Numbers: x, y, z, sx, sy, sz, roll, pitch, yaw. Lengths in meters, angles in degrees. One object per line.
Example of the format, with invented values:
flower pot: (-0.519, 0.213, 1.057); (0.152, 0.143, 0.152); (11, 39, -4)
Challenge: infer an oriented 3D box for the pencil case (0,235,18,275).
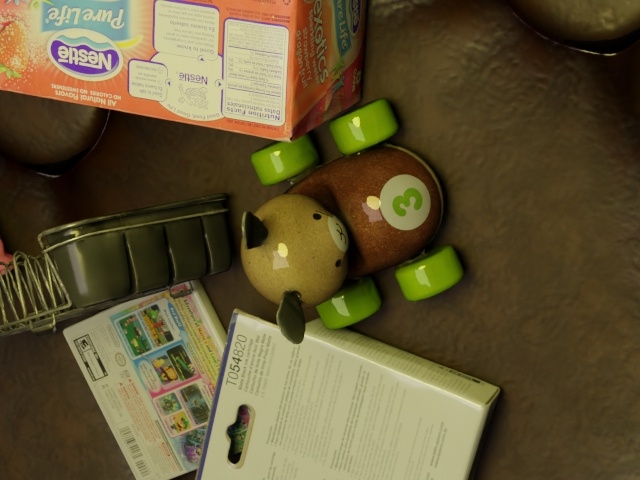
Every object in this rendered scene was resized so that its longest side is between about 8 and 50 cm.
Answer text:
pencil case: (-0.343, -0.044, 1.685); (0.095, 0.098, 0.209); (-31, 92, -15)

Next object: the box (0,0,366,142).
box: (-0.124, -0.184, 1.507); (0.300, 0.142, 0.154); (11, 110, 22)

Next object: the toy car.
toy car: (0.000, 0.000, 1.482); (0.149, 0.188, 0.155); (-21, 97, 29)

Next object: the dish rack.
dish rack: (-0.220, 0.038, 1.587); (0.272, 0.208, 0.074); (-18, 87, 33)

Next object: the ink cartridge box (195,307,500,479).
ink cartridge box: (0.014, 0.181, 1.611); (0.224, 0.045, 0.223); (21, 115, 15)

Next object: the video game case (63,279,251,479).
video game case: (-0.130, 0.121, 1.678); (0.143, 0.019, 0.157); (-24, 94, 29)
